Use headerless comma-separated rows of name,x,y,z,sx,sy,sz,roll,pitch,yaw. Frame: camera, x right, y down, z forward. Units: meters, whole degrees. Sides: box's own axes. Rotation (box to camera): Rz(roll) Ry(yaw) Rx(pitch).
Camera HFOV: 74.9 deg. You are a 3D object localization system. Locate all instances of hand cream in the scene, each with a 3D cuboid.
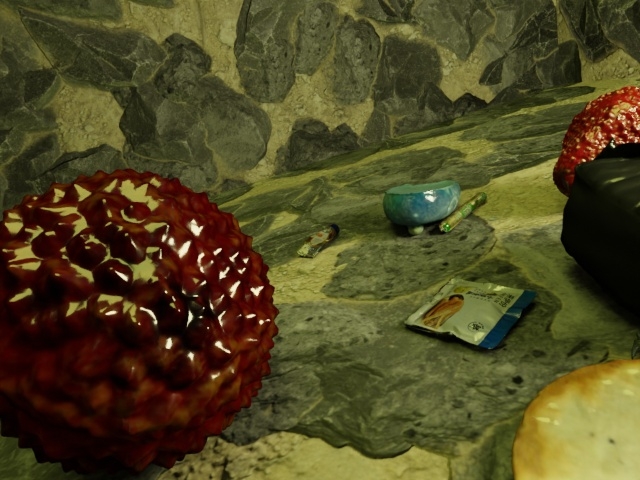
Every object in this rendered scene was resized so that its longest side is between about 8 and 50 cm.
hand cream,0.000,0.000,1.234,0.062,0.038,0.163,18,38,30

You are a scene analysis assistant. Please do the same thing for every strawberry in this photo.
strawberry,0.692,-0.204,0.972,0.261,0.261,0.257,0,44,36

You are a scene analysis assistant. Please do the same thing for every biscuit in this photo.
biscuit,0.366,0.199,0.430,0.309,0.040,0.204,-11,21,28

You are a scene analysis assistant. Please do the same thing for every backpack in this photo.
backpack,0.633,-0.050,0.615,0.446,0.254,0.363,-11,27,5

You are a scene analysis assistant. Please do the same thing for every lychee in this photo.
lychee,-0.286,0.095,0.638,0.425,0.424,0.500,-26,43,-25

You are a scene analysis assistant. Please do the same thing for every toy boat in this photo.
toy boat,0.295,-0.099,1.214,0.215,0.123,0.330,-2,12,19

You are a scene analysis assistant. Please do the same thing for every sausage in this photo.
sausage,0.398,-0.082,1.159,0.033,0.032,0.269,6,30,45

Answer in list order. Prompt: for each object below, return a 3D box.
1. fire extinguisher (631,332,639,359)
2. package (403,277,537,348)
fire extinguisher,0.486,0.131,0.523,0.177,0.050,0.062,-9,19,21
package,0.263,0.121,0.740,0.171,0.027,0.173,-31,22,-35
